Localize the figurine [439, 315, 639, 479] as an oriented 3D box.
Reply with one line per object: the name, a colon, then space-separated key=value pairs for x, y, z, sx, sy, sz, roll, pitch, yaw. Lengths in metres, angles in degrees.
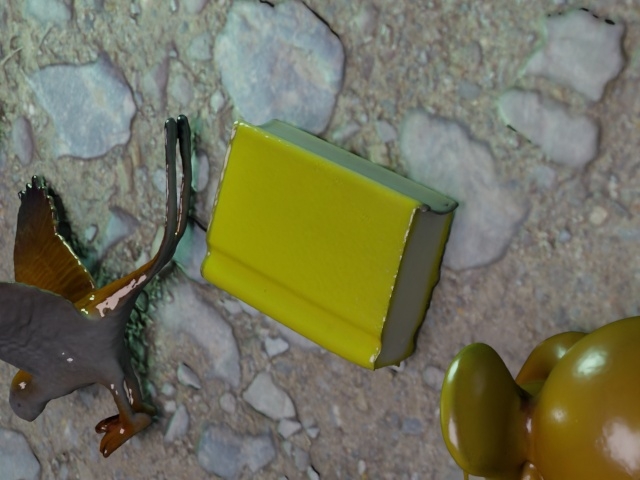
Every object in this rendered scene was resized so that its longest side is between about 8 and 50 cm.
figurine: x=0.197 y=0.140 z=0.915 sx=0.228 sy=0.215 sz=0.215 roll=-10 pitch=89 yaw=28

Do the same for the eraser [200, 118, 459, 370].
eraser: x=0.000 y=0.000 z=1.122 sx=0.226 sy=0.069 sz=0.158 roll=28 pitch=113 yaw=34

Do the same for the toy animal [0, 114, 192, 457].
toy animal: x=-0.214 y=0.057 z=1.302 sx=0.284 sy=0.225 sz=0.302 roll=-16 pitch=98 yaw=19
